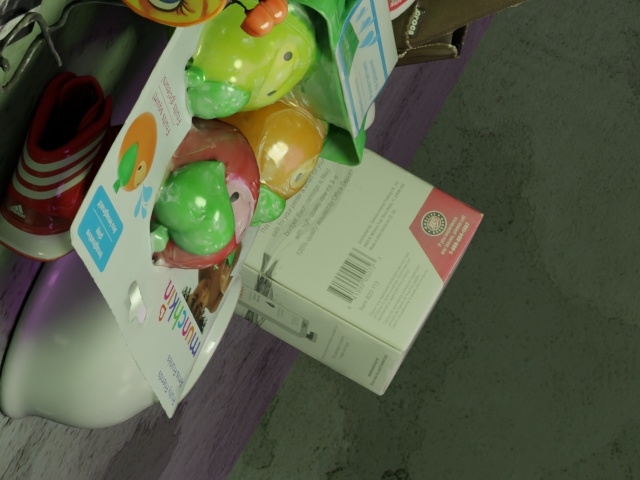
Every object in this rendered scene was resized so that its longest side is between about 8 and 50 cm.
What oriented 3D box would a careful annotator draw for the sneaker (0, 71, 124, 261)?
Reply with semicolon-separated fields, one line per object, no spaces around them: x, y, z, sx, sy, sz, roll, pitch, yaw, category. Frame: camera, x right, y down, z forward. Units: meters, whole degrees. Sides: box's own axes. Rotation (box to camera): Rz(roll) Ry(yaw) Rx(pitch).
-0.165;-0.075;1.441;0.128;0.087;0.221;-66;172;29;sneaker

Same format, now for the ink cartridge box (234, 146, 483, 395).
0.000;0.000;1.998;0.207;0.283;0.117;-57;174;-31;ink cartridge box

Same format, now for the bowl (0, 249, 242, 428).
-0.162;0.062;1.721;0.298;0.134;0.298;-61;171;-16;bowl

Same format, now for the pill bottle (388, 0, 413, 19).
0.021;-0.315;1.488;0.176;0.176;0.318;-59;171;-22;pill bottle

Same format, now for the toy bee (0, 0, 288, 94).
-0.082;-0.205;1.154;0.298;0.162;0.195;107;10;-50;toy bee

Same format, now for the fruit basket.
-0.064;-0.074;1.412;0.327;0.165;0.353;75;31;-61;fruit basket

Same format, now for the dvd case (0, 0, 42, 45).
-0.186;-0.205;1.129;0.221;0.018;0.164;-67;172;26;dvd case

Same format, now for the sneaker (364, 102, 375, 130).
-0.050;-0.154;1.750;0.305;0.114;0.152;-26;133;-52;sneaker

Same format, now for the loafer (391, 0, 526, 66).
0.090;-0.220;1.908;0.366;0.130;0.134;-28;-155;34;loafer
